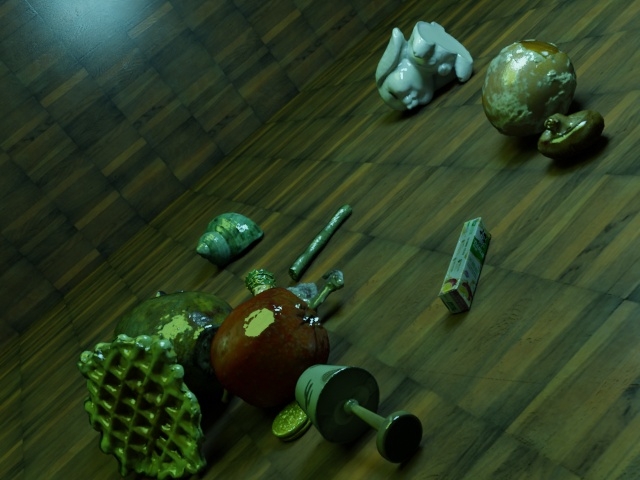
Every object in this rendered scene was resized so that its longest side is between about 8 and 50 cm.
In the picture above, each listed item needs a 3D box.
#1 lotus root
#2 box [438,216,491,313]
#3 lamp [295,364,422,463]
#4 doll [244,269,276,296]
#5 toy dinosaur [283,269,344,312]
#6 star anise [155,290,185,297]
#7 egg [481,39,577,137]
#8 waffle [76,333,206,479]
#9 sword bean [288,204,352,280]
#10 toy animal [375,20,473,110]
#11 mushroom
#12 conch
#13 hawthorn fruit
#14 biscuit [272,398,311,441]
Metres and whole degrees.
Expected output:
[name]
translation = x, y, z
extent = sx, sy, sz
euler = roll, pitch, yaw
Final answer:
[lotus root]
translation = -0.299, 0.226, 1.549
extent = 0.346, 0.250, 0.250
euler = -11, 33, 53
[box]
translation = 0.254, 0.041, 1.280
extent = 0.041, 0.050, 0.207
euler = -20, 27, 38
[lamp]
translation = 0.051, 0.250, 1.082
extent = 0.121, 0.121, 0.214
euler = -45, 30, -18
[doll]
translation = -0.130, 0.128, 1.769
extent = 0.078, 0.076, 0.113
euler = -57, 43, 24
[toy dinosaur]
translation = -0.059, 0.148, 1.552
extent = 0.294, 0.077, 0.162
euler = -14, 30, 40
[star anise]
translation = -0.440, 0.219, 2.018
extent = 0.223, 0.109, 0.236
euler = -47, 23, -11
[egg]
translation = 0.436, -0.319, 1.547
extent = 0.233, 0.195, 0.195
euler = -46, 21, -31
[waffle]
translation = -0.336, 0.318, 1.393
extent = 0.317, 0.297, 0.073
euler = -16, 5, 35
[sword bean]
translation = 0.000, 0.000, 1.825
extent = 0.043, 0.038, 0.269
euler = -21, 24, 52
[toy animal]
translation = 0.290, -0.509, 2.208
extent = 0.265, 0.271, 0.206
euler = -51, 38, 38
[mushroom]
translation = 0.471, -0.199, 1.382
extent = 0.126, 0.085, 0.109
euler = -23, -10, 42
[conch]
translation = -0.282, -0.003, 2.202
extent = 0.188, 0.122, 0.176
euler = -47, 46, -12
[hawthorn fruit]
translation = -0.108, 0.211, 1.340
extent = 0.253, 0.205, 0.205
euler = -42, 19, 15
[biscuit]
translation = -0.046, 0.307, 1.258
extent = 0.084, 0.023, 0.084
euler = -35, 20, 15
